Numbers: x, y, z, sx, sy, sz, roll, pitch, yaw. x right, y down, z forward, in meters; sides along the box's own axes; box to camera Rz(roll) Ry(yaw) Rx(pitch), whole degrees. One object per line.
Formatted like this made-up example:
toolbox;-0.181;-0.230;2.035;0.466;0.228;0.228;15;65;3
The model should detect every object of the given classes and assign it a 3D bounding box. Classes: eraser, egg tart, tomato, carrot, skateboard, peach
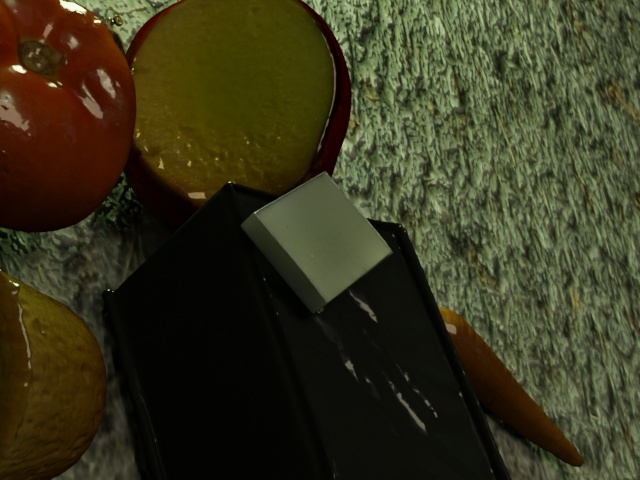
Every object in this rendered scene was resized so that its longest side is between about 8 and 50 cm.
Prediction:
eraser;0.000;0.000;1.370;0.104;0.023;0.150;50;31;3
egg tart;-0.259;0.107;1.169;0.147;0.203;0.202;15;48;-58
tomato;-0.292;-0.125;1.353;0.260;0.180;0.259;32;36;-27
carrot;0.213;0.176;1.845;0.336;0.069;0.069;42;33;-24
skateboard;-0.244;-0.215;1.652;0.083;0.032;0.063;-8;76;-58
peach;-0.082;-0.111;1.564;0.245;0.249;0.274;46;40;-51

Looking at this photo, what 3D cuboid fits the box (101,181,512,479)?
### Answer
box;-0.016;0.151;1.405;0.251;0.204;0.345;14;45;-45
